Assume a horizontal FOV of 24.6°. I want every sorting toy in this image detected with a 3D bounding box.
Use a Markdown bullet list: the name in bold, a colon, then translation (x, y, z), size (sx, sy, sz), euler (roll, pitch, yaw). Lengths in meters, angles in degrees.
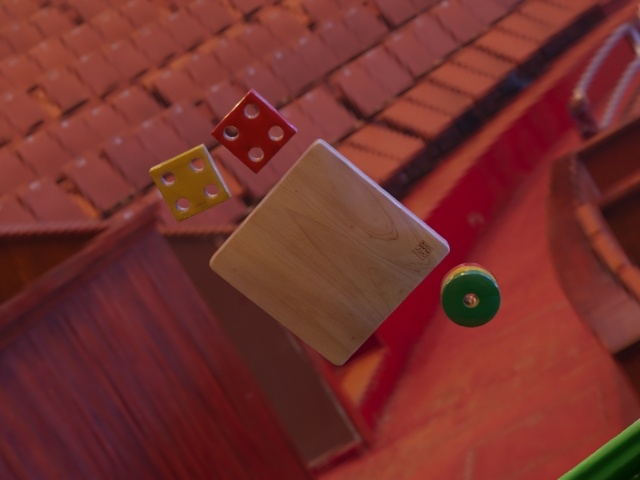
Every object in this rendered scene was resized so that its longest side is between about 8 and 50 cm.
- **sorting toy**: translation (0.000, 0.000, 1.131), size (0.132, 0.274, 0.046), euler (-48, 13, 16)

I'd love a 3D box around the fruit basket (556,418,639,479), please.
- **fruit basket**: translation (0.232, 0.241, 0.831), size (0.392, 0.283, 0.392), euler (-35, -13, -10)
